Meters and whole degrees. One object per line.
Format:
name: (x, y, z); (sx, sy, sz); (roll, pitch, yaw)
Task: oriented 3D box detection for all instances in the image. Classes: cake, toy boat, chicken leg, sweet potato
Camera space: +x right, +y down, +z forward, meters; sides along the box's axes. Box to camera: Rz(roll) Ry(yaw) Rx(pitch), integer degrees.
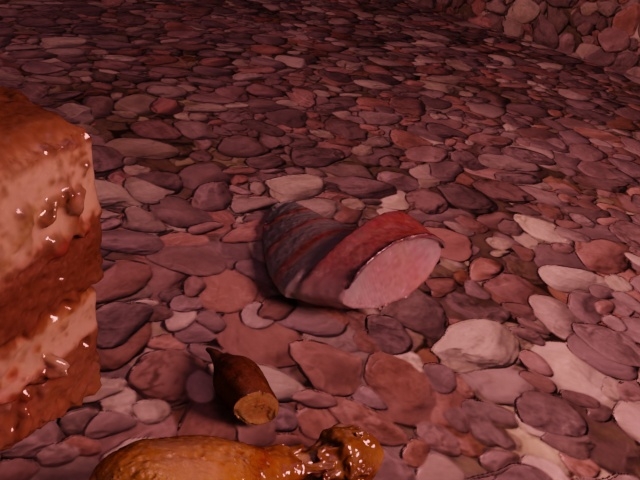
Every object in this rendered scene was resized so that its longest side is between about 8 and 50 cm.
cake: (-0.343, 0.030, 0.558); (0.282, 0.290, 0.256); (23, 33, 17)
toy boat: (0.000, 0.000, 0.925); (0.206, 0.096, 0.282); (-27, 34, -26)
chicken leg: (-0.061, 0.186, 0.568); (0.251, 0.087, 0.107); (-4, 24, -31)
sweet potato: (-0.084, 0.133, 0.689); (0.049, 0.049, 0.117); (-11, 29, -31)
